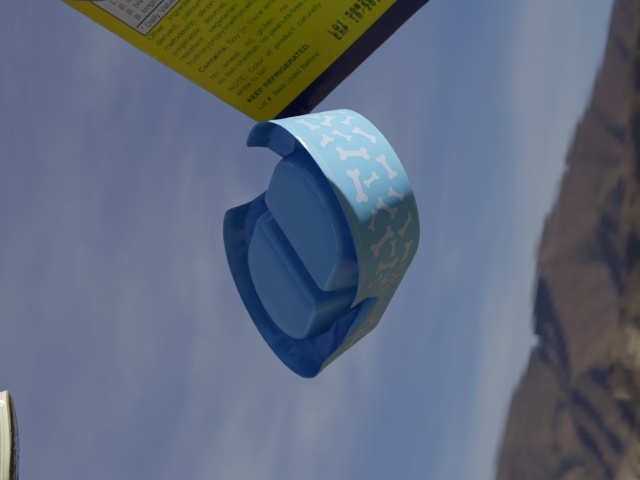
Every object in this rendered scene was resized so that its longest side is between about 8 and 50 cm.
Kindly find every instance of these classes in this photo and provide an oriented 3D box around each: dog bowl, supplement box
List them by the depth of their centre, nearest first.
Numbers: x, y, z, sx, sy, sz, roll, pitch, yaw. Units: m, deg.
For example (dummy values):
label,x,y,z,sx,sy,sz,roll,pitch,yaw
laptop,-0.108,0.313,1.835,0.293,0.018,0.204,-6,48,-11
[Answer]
label,x,y,z,sx,sy,sz,roll,pitch,yaw
dog bowl,0.000,0.000,1.343,0.074,0.166,0.297,-25,-20,-24
supplement box,-0.109,-0.284,1.357,0.356,0.194,0.195,31,-150,-34

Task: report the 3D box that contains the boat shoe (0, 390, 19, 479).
label,x,y,z,sx,sy,sz,roll,pitch,yaw
boat shoe,-0.238,0.174,1.131,0.050,0.045,0.135,120,152,-82
